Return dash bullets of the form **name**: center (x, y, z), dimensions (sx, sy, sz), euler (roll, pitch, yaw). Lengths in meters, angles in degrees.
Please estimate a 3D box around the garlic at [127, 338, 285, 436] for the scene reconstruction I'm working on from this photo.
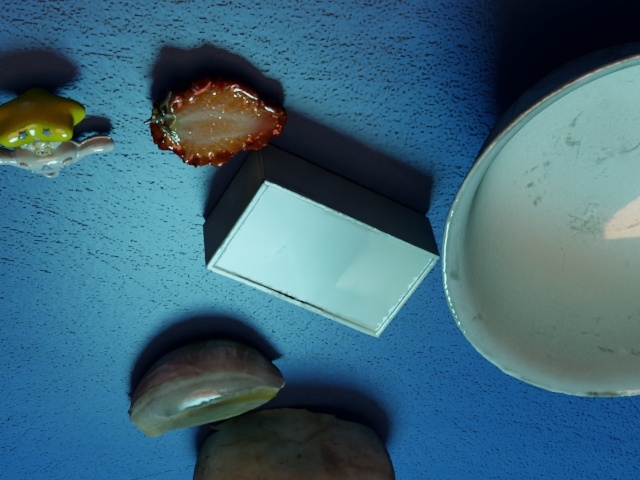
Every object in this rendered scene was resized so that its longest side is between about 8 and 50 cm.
- **garlic**: center (-0.148, 0.174, 1.609), dimensions (0.195, 0.087, 0.101), euler (-21, 139, 5)

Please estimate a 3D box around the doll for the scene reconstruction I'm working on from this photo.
- **doll**: center (-0.295, -0.105, 1.402), dimensions (0.135, 0.071, 0.113), euler (-20, 145, 15)

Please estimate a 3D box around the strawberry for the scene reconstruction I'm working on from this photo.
- **strawberry**: center (-0.111, -0.127, 1.413), dimensions (0.152, 0.048, 0.104), euler (2, 120, -26)

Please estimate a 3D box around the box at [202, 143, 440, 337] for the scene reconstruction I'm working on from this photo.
- **box**: center (0.000, 0.000, 1.494), dimensions (0.225, 0.086, 0.129), euler (24, 119, -23)

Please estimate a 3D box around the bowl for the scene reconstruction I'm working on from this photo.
- **bowl**: center (0.324, -0.059, 1.423), dimensions (0.434, 0.196, 0.435), euler (-3, 127, -4)

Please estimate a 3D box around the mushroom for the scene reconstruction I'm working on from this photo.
- **mushroom**: center (-0.034, 0.337, 1.678), dimensions (0.253, 0.189, 0.195), euler (1, 126, 1)
